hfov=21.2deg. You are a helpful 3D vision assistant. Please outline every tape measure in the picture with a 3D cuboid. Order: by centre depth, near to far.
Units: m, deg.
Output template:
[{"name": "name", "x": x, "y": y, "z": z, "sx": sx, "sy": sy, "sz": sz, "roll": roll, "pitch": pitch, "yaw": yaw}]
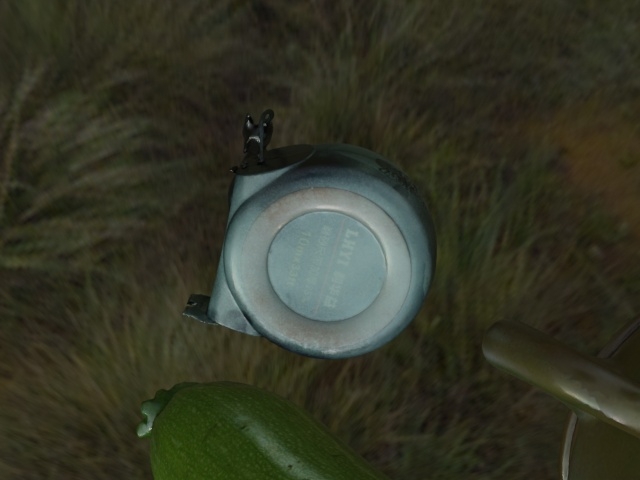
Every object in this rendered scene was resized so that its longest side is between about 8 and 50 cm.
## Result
[{"name": "tape measure", "x": 0.001, "y": -0.004, "z": 0.833, "sx": 0.107, "sy": 0.180, "sz": 0.104, "roll": 15, "pitch": 95, "yaw": -1}]

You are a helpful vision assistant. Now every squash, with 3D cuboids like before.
[{"name": "squash", "x": 0.005, "y": 0.163, "z": 0.905, "sx": 0.107, "sy": 0.395, "sz": 0.107, "roll": -10, "pitch": 111, "yaw": -29}]

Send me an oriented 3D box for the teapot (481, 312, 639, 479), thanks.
[{"name": "teapot", "x": 0.172, "y": 0.093, "z": 0.716, "sx": 0.267, "sy": 0.175, "sz": 0.186, "roll": 29, "pitch": 88, "yaw": -30}]
